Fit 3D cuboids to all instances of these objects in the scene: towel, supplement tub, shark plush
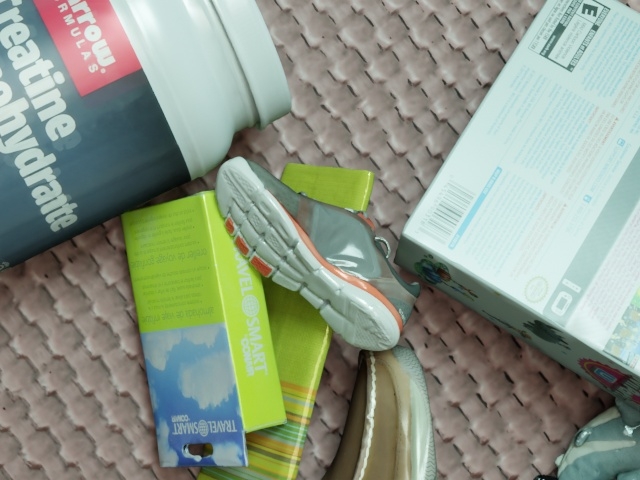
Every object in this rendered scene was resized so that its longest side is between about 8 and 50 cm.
[{"bbox_3d":[-0.021,0.065,1.102,0.021,0.102,0.237,18,85,-37],"label":"towel"},{"bbox_3d":[-0.176,-0.098,1.043,0.272,0.191,0.191,-27,90,-6],"label":"supplement tub"},{"bbox_3d":[0.202,0.154,1.124,0.161,0.073,0.067,-32,63,0],"label":"shark plush"}]

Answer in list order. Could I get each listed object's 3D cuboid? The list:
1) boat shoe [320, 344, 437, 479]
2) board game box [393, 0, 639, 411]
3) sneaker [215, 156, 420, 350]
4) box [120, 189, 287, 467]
[{"bbox_3d":[0.008,0.227,1.086,0.116,0.123,0.324,8,85,-3],"label":"boat shoe"},{"bbox_3d":[0.235,-0.005,1.084,0.303,0.097,0.224,31,76,8],"label":"board game box"},{"bbox_3d":[0.000,0.000,1.040,0.158,0.061,0.065,46,55,-7],"label":"sneaker"},{"bbox_3d":[-0.079,0.060,1.087,0.042,0.109,0.178,-9,89,-39],"label":"box"}]
